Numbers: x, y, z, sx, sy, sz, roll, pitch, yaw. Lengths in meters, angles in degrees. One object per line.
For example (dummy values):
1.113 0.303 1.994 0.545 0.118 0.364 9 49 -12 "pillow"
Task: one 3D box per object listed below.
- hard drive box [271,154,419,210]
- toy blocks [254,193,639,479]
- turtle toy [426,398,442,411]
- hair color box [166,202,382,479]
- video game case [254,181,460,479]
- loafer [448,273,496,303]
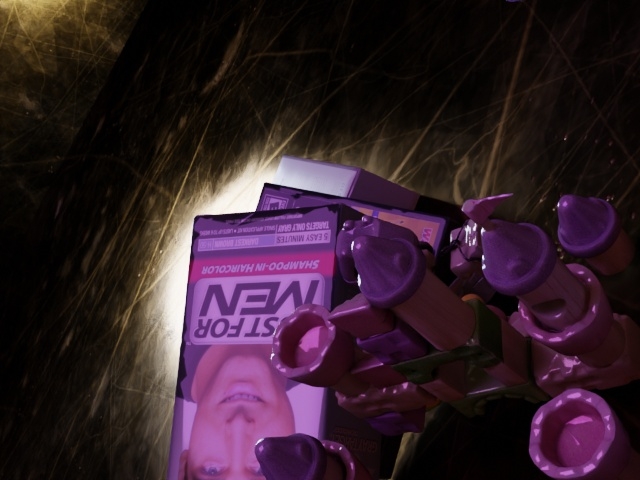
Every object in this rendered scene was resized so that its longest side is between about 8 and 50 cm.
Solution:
0.000 0.000 1.394 0.232 0.089 0.181 20 88 65 "hard drive box"
0.085 0.054 0.901 0.288 0.260 0.309 -19 50 33 "toy blocks"
0.117 0.118 1.092 0.130 0.066 0.095 -43 38 32 "turtle toy"
-0.042 0.161 1.150 0.185 0.113 0.375 -4 75 32 "hair color box"
0.003 0.088 1.233 0.248 0.035 0.275 12 84 35 "video game case"
0.138 0.064 1.137 0.125 0.045 0.039 -53 11 14 "loafer"
